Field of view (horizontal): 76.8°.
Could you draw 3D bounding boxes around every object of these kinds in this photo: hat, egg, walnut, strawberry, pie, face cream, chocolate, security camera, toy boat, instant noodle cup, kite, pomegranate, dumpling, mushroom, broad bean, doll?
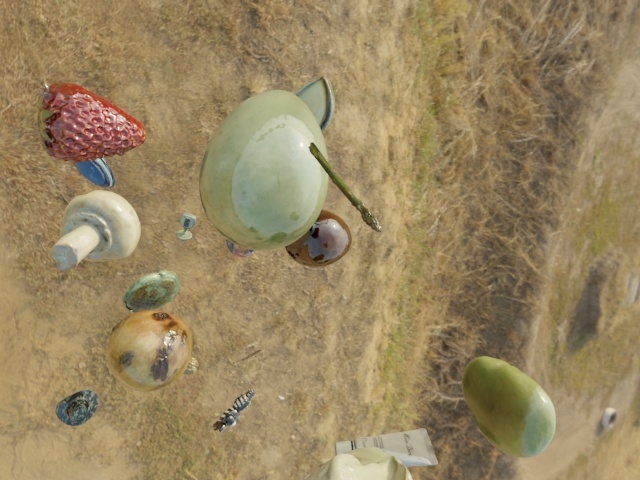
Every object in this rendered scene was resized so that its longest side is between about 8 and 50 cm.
[{"bbox_3d":[-0.698,0.491,1.161,0.121,0.050,0.121,-13,116,-29],"label":"hat"},{"bbox_3d":[-0.092,-0.128,0.703,0.218,0.218,0.295,20,74,-40],"label":"egg"},{"bbox_3d":[-0.606,0.567,1.834,0.082,0.096,0.079,110,-5,-46],"label":"walnut"},{"bbox_3d":[-0.582,-0.289,1.041,0.245,0.205,0.205,1,99,-38],"label":"strawberry"},{"bbox_3d":[-0.706,0.217,1.689,0.241,0.054,0.240,-29,149,-20],"label":"pie"},{"bbox_3d":[0.203,0.681,1.301,0.315,0.143,0.089,-5,109,-1],"label":"face cream"},{"bbox_3d":[0.000,0.000,1.030,0.177,0.177,0.176,-10,106,-37],"label":"chocolate"},{"bbox_3d":[-0.453,-0.050,1.357,0.058,0.058,0.092,-9,134,-37],"label":"security camera"},{"bbox_3d":[-0.746,-0.305,1.341,0.067,0.291,0.220,-23,130,1],"label":"toy boat"},{"bbox_3d":[-0.318,-0.005,1.733,0.135,0.127,0.127,-47,135,-68],"label":"instant noodle cup"},{"bbox_3d":[-0.134,0.206,0.697,0.078,0.044,0.002,-27,87,-1],"label":"kite"},{"bbox_3d":[-0.638,0.406,1.519,0.322,0.322,0.322,-10,106,-37],"label":"pomegranate"},{"bbox_3d":[0.054,0.613,0.934,0.233,0.395,0.315,62,32,-3],"label":"dumpling"},{"bbox_3d":[-0.058,-0.508,1.684,0.212,0.292,0.217,-27,98,-78],"label":"mushroom"},{"bbox_3d":[-0.874,-0.020,1.556,0.315,0.336,0.314,2,122,3],"label":"mushroom"},{"bbox_3d":[0.275,0.248,0.616,0.082,0.174,0.124,9,101,-3],"label":"broad bean"},{"bbox_3d":[-0.362,0.720,1.703,0.219,0.091,0.067,-41,107,-34],"label":"doll"}]

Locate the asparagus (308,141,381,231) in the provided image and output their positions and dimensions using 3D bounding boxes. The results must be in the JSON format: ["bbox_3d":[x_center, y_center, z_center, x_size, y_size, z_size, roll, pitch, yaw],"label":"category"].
[{"bbox_3d":[0.024,-0.066,0.468,0.013,0.166,0.016,-24,145,-14],"label":"asparagus"}]
